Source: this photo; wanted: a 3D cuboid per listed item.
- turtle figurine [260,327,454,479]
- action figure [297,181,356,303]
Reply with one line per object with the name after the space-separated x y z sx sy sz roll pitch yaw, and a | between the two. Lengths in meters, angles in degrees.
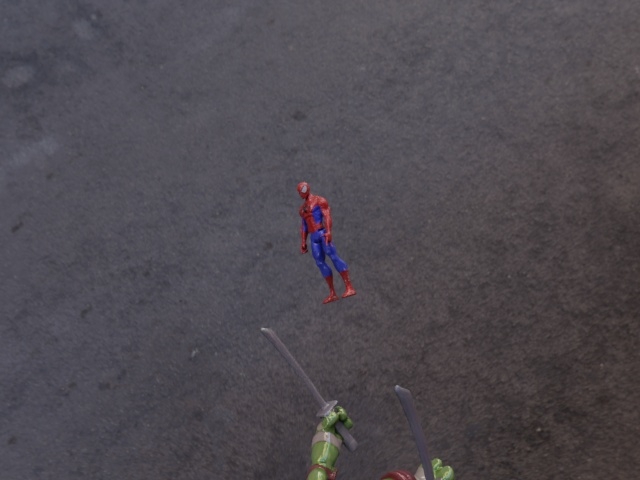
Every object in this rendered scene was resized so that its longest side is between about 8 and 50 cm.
0.080 0.236 0.617 0.266 0.198 0.274 24 59 -39 | turtle figurine
0.000 0.000 0.561 0.030 0.038 0.115 -9 79 -48 | action figure
